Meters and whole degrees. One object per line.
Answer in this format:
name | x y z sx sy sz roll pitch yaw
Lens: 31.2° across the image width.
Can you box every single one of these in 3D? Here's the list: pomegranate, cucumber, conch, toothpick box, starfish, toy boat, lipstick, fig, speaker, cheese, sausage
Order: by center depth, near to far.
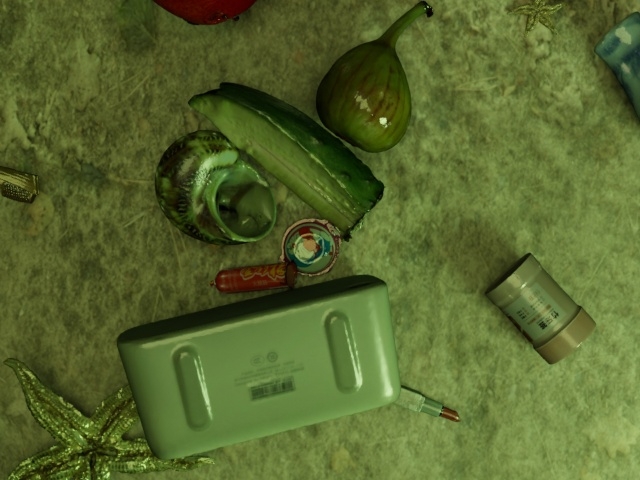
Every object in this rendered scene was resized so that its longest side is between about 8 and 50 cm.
speaker | -0.086 0.186 1.719 0.406 0.183 0.184 -13 96 -8
pomegranate | -0.182 -0.436 1.723 0.210 0.210 0.235 -38 62 3
cucumber | -0.041 -0.148 1.737 0.325 0.145 0.105 38 126 3
fig | 0.096 -0.266 1.743 0.151 0.151 0.259 26 89 1
toothpick box | 0.338 0.105 1.763 0.098 0.098 0.149 -42 89 3
conch | -0.166 -0.085 1.771 0.187 0.124 0.181 10 80 -26
starfish | 0.338 -0.361 1.791 0.086 0.016 0.092 17 98 0
sausage | -0.109 0.058 1.797 0.145 0.048 0.050 -6 68 23
cheese | 0.000 0.000 1.803 0.145 0.038 0.095 -37 90 4
starfish | -0.350 0.343 1.807 0.358 0.078 0.347 14 88 -5
lipstick | 0.163 0.259 1.808 0.129 0.030 0.030 21 92 1
toy boat | -0.519 -0.097 1.816 0.149 0.047 0.049 15 93 1

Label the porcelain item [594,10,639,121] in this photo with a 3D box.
porcelain item | 0.529 -0.223 1.731 0.141 0.141 0.259 -37 82 3
